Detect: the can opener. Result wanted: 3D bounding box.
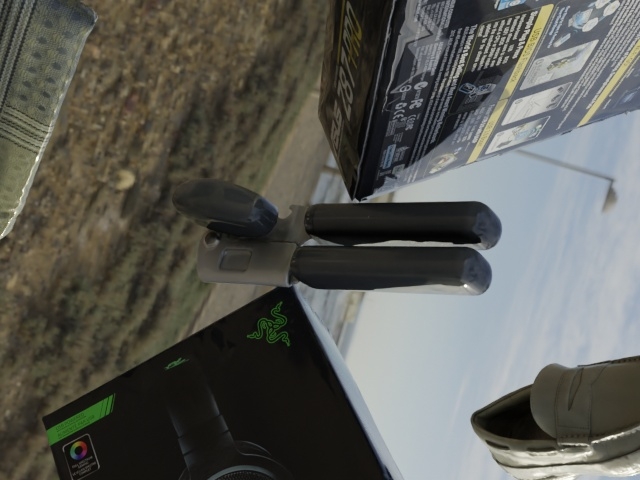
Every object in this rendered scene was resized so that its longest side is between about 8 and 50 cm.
[{"bbox_3d":[0.000,0.000,0.718,0.093,0.281,0.074,40,60,-51],"label":"can opener"}]

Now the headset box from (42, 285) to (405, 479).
[{"bbox_3d":[-0.064,0.207,0.758,0.283,0.246,0.131,63,3,31],"label":"headset box"}]

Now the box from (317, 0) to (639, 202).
[{"bbox_3d":[0.165,-0.179,0.574,0.395,0.319,0.097,94,-23,-70],"label":"box"}]

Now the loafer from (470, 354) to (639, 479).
[{"bbox_3d":[0.264,0.176,0.927,0.319,0.111,0.112,-46,-167,55],"label":"loafer"}]

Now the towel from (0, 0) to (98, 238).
[{"bbox_3d":[-0.377,-0.161,0.798,0.324,0.312,0.056,-49,-160,43],"label":"towel"}]
